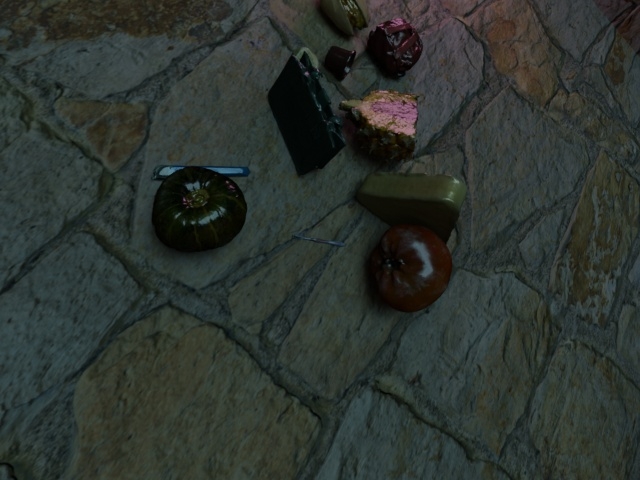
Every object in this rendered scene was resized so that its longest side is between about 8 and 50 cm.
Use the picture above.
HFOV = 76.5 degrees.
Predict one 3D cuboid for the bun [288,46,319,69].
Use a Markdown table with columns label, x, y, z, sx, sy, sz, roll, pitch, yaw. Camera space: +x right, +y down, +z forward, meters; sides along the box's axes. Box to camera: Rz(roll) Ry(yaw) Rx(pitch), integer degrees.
| label | x | y | z | sx | sy | sz | roll | pitch | yaw |
| --- | --- | --- | --- | --- | --- | --- | --- | --- | --- |
| bun | -0.065 | -0.628 | 1.452 | 0.115 | 0.069 | 0.115 | -4 | 99 | -24 |

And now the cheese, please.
| label | x | y | z | sx | sy | sz | roll | pitch | yaw |
| --- | --- | --- | --- | --- | --- | --- | --- | --- | --- |
| cheese | 0.293 | -0.124 | 1.376 | 0.384 | 0.384 | 0.104 | 32 | 74 | -13 |

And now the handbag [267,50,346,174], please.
| label | x | y | z | sx | sy | sz | roll | pitch | yaw |
| --- | --- | --- | --- | --- | --- | --- | --- | --- | --- |
| handbag | -0.045 | -0.398 | 1.308 | 0.089 | 0.238 | 0.326 | -19 | 85 | -31 |

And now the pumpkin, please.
| label | x | y | z | sx | sy | sz | roll | pitch | yaw |
| --- | --- | --- | --- | --- | --- | --- | --- | --- | --- |
| pumpkin | -0.334 | -0.077 | 1.138 | 0.260 | 0.189 | 0.260 | 3 | 60 | -4 |

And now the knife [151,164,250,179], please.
| label | x | y | z | sx | sy | sz | roll | pitch | yaw |
| --- | --- | --- | --- | --- | --- | --- | --- | --- | --- |
| knife | -0.360 | -0.208 | 1.241 | 0.297 | 0.026 | 0.044 | -4 | 81 | -27 |

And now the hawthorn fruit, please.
| label | x | y | z | sx | sy | sz | roll | pitch | yaw |
| --- | --- | --- | --- | --- | --- | --- | --- | --- | --- |
| hawthorn fruit | 0.296 | 0.084 | 1.317 | 0.284 | 0.284 | 0.284 | 6 | 74 | -22 |

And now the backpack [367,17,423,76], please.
| label | x | y | z | sx | sy | sz | roll | pitch | yaw |
| --- | --- | --- | --- | --- | --- | --- | --- | --- | --- |
| backpack | 0.308 | -0.776 | 1.610 | 0.229 | 0.139 | 0.229 | 5 | 76 | -22 |

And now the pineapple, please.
| label | x | y | z | sx | sy | sz | roll | pitch | yaw |
| --- | --- | --- | --- | --- | --- | --- | --- | --- | --- |
| pineapple | 0.201 | -0.397 | 1.479 | 0.286 | 0.209 | 0.344 | 8 | 45 | 6 |

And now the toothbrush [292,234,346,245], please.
| label | x | y | z | sx | sy | sz | roll | pitch | yaw |
| --- | --- | --- | --- | --- | --- | --- | --- | --- | --- |
| toothbrush | 0.000 | 0.000 | 1.345 | 0.193 | 0.019 | 0.013 | 10 | 72 | -22 |

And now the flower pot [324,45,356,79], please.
| label | x | y | z | sx | sy | sz | roll | pitch | yaw |
| --- | --- | --- | --- | --- | --- | --- | --- | --- | --- |
| flower pot | 0.068 | -0.670 | 1.511 | 0.089 | 0.111 | 0.111 | 28 | 66 | 2 |

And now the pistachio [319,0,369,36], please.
| label | x | y | z | sx | sy | sz | roll | pitch | yaw |
| --- | --- | --- | --- | --- | --- | --- | --- | --- | --- |
| pistachio | 0.091 | -0.899 | 1.556 | 0.157 | 0.157 | 0.229 | -40 | 100 | -26 |
